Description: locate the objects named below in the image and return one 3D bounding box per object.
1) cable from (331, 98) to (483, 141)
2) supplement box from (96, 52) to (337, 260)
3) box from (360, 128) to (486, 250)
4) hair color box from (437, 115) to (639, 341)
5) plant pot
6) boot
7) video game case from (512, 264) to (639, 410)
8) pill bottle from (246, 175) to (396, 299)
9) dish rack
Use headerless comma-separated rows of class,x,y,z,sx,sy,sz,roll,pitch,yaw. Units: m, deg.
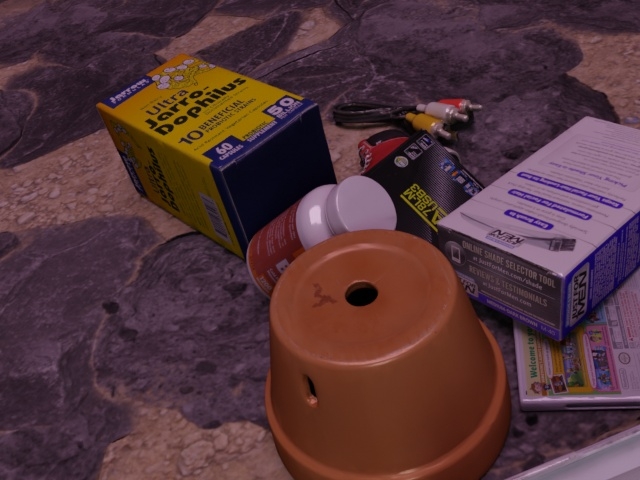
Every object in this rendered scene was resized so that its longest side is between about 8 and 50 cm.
cable,0.153,-0.235,1.312,0.287,0.072,0.139,24,49,37
supplement box,-0.170,-0.146,1.220,0.194,0.195,0.356,-39,45,-25
box,0.146,-0.040,1.048,0.184,0.045,0.191,-37,78,-26
hair color box,0.332,-0.032,0.972,0.338,0.110,0.185,-32,40,-29
plant pot,0.063,0.126,0.834,0.290,0.204,0.291,-8,42,7
boot,0.076,-0.094,1.175,0.244,0.088,0.176,-31,39,-22
video game case,0.334,0.112,0.902,0.193,0.023,0.212,-4,43,13
pill bottle,0.000,0.000,0.980,0.216,0.121,0.121,-34,17,51
dish rack,0.270,0.204,0.656,0.332,0.285,0.072,-21,68,-6
